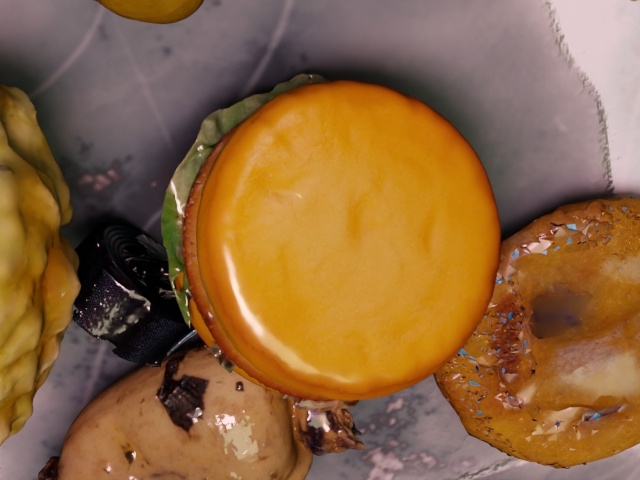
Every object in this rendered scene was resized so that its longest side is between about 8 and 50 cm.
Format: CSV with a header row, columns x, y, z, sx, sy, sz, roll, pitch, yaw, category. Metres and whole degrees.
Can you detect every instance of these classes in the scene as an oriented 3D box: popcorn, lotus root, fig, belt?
x,y,z,sx,sy,sz,roll,pitch,yaw,category
-0.295,0.007,0.909,0.279,0.274,0.335,24,148,17,popcorn
-0.098,0.153,1.130,0.257,0.140,0.154,-18,145,5,lotus root
-0.119,-0.181,0.970,0.088,0.074,0.074,-8,126,21,fig
-0.136,0.038,1.063,0.058,0.105,0.140,-41,166,11,belt

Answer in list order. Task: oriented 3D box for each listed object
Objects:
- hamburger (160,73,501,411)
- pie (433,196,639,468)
x,y,z,sx,sy,sz,roll,pitch,yaw,category
0.001,0.001,1.041,0.246,0.170,0.246,2,83,-19,hamburger
0.215,0.078,1.211,0.273,0.069,0.273,-6,120,-11,pie
